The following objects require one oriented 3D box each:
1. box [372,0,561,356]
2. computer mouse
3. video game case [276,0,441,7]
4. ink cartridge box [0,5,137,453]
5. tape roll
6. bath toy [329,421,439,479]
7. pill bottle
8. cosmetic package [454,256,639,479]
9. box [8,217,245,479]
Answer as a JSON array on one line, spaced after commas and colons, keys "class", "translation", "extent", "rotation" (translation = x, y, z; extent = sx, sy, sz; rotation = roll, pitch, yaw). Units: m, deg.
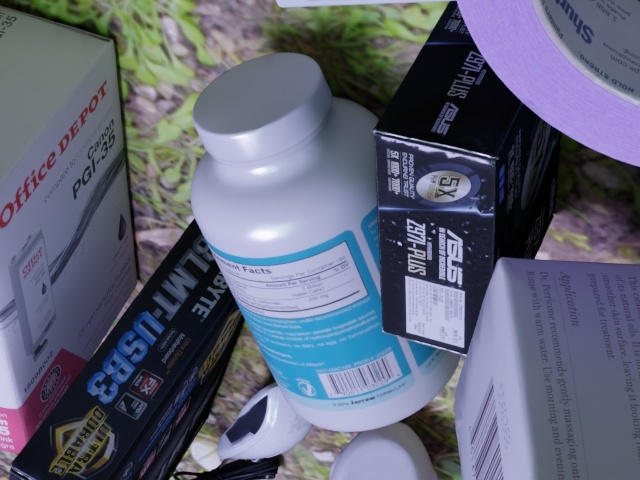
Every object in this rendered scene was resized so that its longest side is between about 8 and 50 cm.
[{"class": "box", "translation": [0.097, -0.040, 0.943], "extent": [0.077, 0.147, 0.180], "rotation": [14, 137, 18]}, {"class": "computer mouse", "translation": [-0.055, 0.182, 1.319], "extent": [0.193, 0.106, 0.042], "rotation": [-53, 51, 48]}, {"class": "video game case", "translation": [0.031, -0.219, 0.891], "extent": [0.190, 0.022, 0.173], "rotation": [3, 134, 29]}, {"class": "ink cartridge box", "translation": [-0.243, -0.005, 1.138], "extent": [0.117, 0.207, 0.283], "rotation": [17, 139, 13]}, {"class": "tape roll", "translation": [0.210, -0.163, 0.773], "extent": [0.275, 0.090, 0.275], "rotation": [12, 136, 12]}, {"class": "bath toy", "translation": [0.172, 0.259, 1.238], "extent": [0.348, 0.151, 0.129], "rotation": [18, 174, 15]}, {"class": "pill bottle", "translation": [0.000, 0.000, 1.045], "extent": [0.146, 0.146, 0.264], "rotation": [2, 132, 30]}, {"class": "cosmetic package", "translation": [0.285, 0.141, 0.868], "extent": [0.385, 0.217, 0.156], "rotation": [5, 139, -6]}, {"class": "box", "translation": [-0.156, 0.161, 1.194], "extent": [0.073, 0.295, 0.293], "rotation": [27, 140, 7]}]
